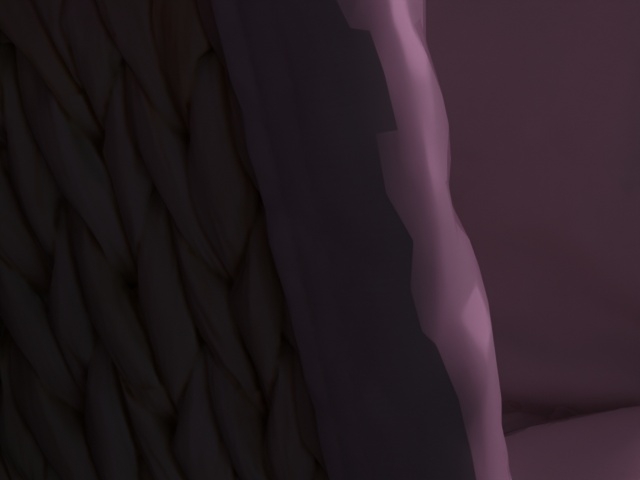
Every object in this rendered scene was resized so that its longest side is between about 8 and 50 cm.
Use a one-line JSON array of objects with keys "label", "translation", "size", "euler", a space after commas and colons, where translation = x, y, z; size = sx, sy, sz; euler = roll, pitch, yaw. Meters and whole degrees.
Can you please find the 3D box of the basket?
[{"label": "basket", "translation": [0.000, 0.000, 0.531], "size": [0.328, 0.266, 0.331], "euler": [-43, 123, -53]}]
